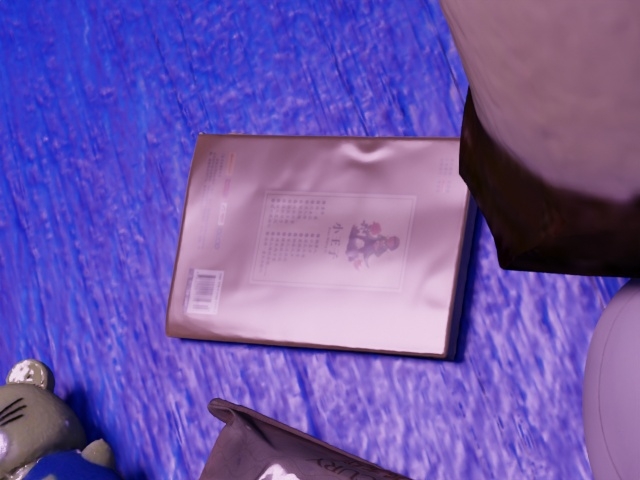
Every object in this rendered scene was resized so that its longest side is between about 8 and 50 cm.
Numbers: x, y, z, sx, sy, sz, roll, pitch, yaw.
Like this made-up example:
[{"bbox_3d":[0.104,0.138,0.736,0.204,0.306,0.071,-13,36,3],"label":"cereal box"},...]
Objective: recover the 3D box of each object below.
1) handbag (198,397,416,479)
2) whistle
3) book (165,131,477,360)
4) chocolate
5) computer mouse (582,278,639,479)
[{"bbox_3d":[0.013,0.200,1.050,0.270,0.117,0.182,17,68,27],"label":"handbag"},{"bbox_3d":[-0.161,0.171,1.161,0.105,0.085,0.227,-44,62,3],"label":"whistle"},{"bbox_3d":[0.000,0.000,1.171,0.198,0.016,0.138,3,77,27],"label":"book"},{"bbox_3d":[0.178,-0.178,0.938,0.314,0.297,0.326,4,59,37],"label":"chocolate"},{"bbox_3d":[0.270,0.072,0.960,0.296,0.121,0.184,-4,72,26],"label":"computer mouse"}]
